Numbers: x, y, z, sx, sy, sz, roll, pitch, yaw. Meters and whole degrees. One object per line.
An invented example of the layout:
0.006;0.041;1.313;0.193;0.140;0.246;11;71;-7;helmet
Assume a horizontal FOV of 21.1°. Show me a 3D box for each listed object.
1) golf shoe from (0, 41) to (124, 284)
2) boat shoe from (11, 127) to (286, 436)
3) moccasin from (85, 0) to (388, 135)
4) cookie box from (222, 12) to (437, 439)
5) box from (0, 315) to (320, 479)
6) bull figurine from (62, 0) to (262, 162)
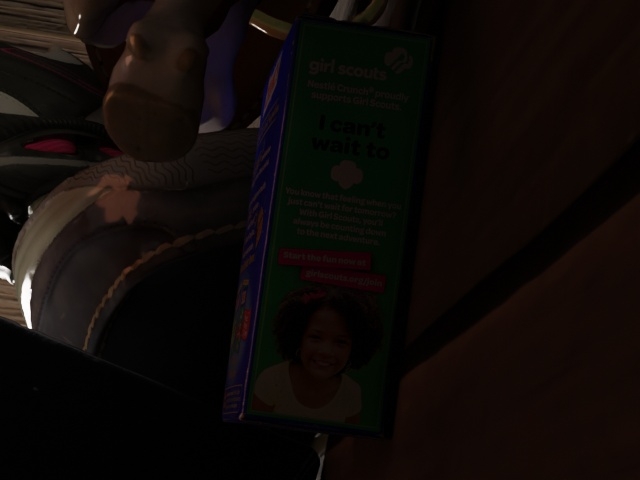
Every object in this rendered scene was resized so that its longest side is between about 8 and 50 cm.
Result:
-0.096;-0.032;0.803;0.120;0.105;0.273;63;-166;21;golf shoe
-0.057;0.074;0.740;0.355;0.132;0.130;112;139;-62;boat shoe
-0.025;-0.156;0.598;0.380;0.139;0.147;120;168;-53;moccasin
0.000;0.000;0.482;0.092;0.040;0.107;140;138;-81;cookie box
-0.169;0.243;0.565;0.343;0.179;0.312;-50;-22;-56;box
-0.027;-0.119;0.410;0.188;0.101;0.310;-75;7;-45;bull figurine
